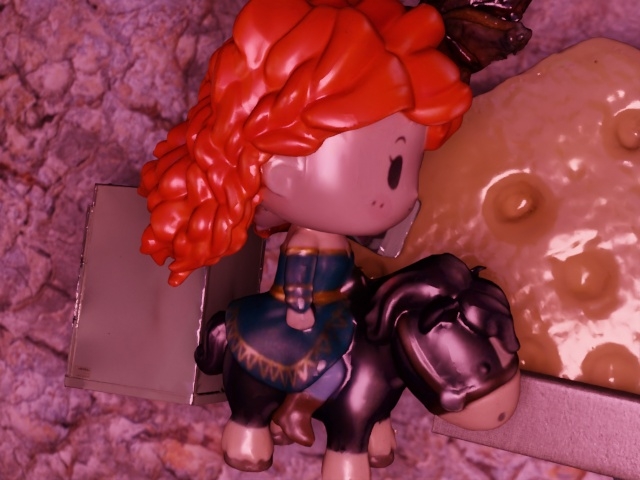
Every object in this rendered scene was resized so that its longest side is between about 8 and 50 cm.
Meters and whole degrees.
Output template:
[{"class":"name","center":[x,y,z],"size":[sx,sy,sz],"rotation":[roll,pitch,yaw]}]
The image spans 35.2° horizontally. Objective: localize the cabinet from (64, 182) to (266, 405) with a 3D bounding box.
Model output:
[{"class":"cabinet","center":[-0.157,0.055,1.048],"size":[0.150,0.145,0.206],"rotation":[5,86,19]}]

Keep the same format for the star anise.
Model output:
[{"class":"star anise","center":[0.126,-0.190,0.989],"size":[0.272,0.102,0.272],"rotation":[-30,36,24]}]

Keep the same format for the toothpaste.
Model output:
[{"class":"toothpaste","center":[-0.011,-0.045,0.963],"size":[0.216,0.037,0.062],"rotation":[22,88,22]}]

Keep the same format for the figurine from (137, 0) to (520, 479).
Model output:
[{"class":"figurine","center":[0.007,0.009,0.829],"size":[0.306,0.241,0.411],"rotation":[-18,90,39]}]

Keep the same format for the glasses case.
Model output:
[{"class":"glasses case","center":[0.202,0.152,0.861],"size":[0.205,0.047,0.070],"rotation":[10,95,22]}]

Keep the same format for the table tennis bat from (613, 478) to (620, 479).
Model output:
[{"class":"table tennis bat","center":[0.352,0.352,0.912],"size":[0.215,0.044,0.329],"rotation":[-26,79,17]}]

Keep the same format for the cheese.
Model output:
[{"class":"cheese","center":[0.198,0.034,0.956],"size":[0.384,0.104,0.383],"rotation":[-2,83,18]}]
